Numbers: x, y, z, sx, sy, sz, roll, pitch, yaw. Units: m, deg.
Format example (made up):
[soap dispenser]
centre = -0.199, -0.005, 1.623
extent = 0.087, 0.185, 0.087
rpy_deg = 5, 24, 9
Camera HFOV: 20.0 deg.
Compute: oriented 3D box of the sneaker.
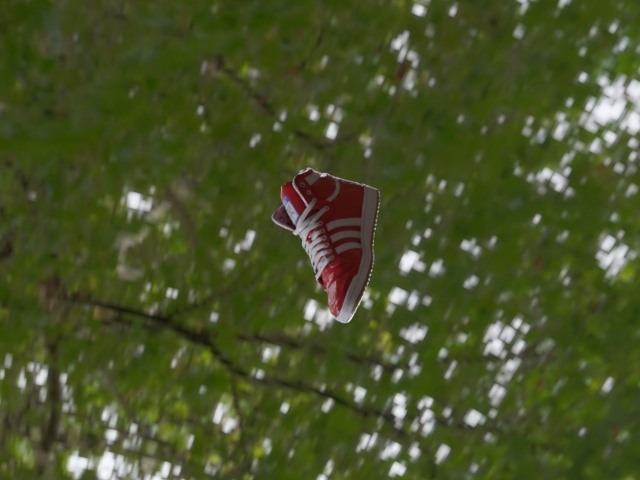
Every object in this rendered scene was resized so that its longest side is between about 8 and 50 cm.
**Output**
[sneaker]
centre = 0.000, 0.000, 1.179
extent = 0.067, 0.042, 0.118
rpy_deg = 21, -138, -13
